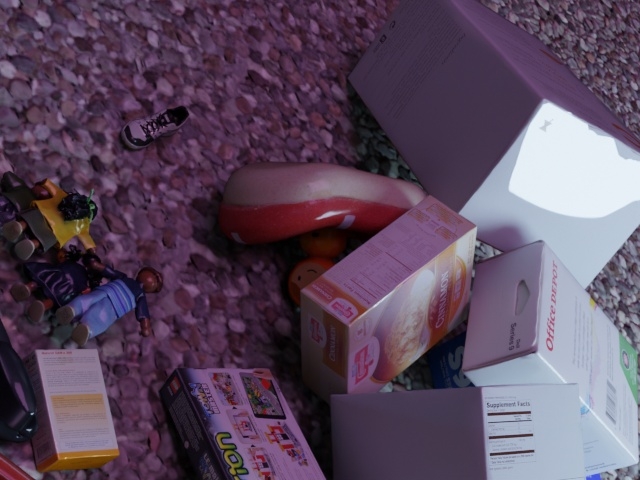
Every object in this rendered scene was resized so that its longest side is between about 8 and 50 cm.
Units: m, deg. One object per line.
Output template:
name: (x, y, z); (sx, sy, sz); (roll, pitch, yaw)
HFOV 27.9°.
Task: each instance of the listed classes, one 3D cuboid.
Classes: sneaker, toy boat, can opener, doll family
sneaker: (-0.168, -0.119, 1.310); (0.083, 0.037, 0.032); (-34, 91, -48)
toy boat: (0.000, 0.000, 1.337); (0.231, 0.151, 0.151); (10, 87, -40)
can opener: (-0.275, 0.083, 1.057); (0.059, 0.073, 0.186); (17, 38, -55)
doll family: (-0.220, 0.012, 1.149); (0.111, 0.076, 0.193); (-31, 92, -54)

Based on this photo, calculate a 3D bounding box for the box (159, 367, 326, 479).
box: (-0.056, 0.204, 1.155); (0.114, 0.036, 0.207); (6, 43, -41)

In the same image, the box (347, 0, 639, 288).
box: (0.207, -0.134, 1.480); (0.215, 0.168, 0.345); (24, 22, -31)

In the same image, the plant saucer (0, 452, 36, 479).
plant saucer: (-0.302, 0.233, 0.936); (0.259, 0.047, 0.258); (42, 42, -16)

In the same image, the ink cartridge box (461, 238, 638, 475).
ink cartridge box: (0.246, 0.127, 1.354); (0.212, 0.093, 0.154); (47, 38, -32)

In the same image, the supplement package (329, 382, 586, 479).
supplement package: (0.128, 0.238, 1.194); (0.149, 0.194, 0.203); (5, 80, -43)

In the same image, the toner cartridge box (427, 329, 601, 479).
toner cartridge box: (0.231, 0.275, 1.399); (0.165, 0.075, 0.348); (12, 56, -38)

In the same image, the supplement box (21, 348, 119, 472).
supplement box: (-0.214, 0.143, 1.089); (0.062, 0.036, 0.098); (4, 61, -42)

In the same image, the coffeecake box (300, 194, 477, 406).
coffeecake box: (0.067, 0.065, 1.284); (0.068, 0.142, 0.185); (36, 55, 30)
